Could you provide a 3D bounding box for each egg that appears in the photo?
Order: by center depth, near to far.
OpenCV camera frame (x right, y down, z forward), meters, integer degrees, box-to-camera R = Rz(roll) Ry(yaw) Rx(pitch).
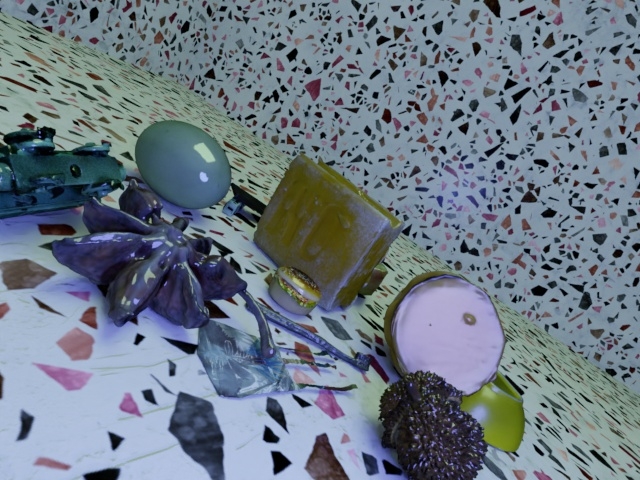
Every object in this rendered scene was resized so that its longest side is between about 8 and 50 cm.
[{"bbox_3d":[-0.352,-0.195,1.066,0.282,0.203,0.203,35,14,21],"label":"egg"}]

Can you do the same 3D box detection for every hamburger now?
[{"bbox_3d":[-0.056,0.110,0.944,0.126,0.082,0.141,38,14,19],"label":"hamburger"},{"bbox_3d":[0.277,0.216,0.982,0.276,0.277,0.237,34,-4,6],"label":"hamburger"}]

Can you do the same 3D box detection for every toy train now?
[{"bbox_3d":[-0.438,-0.108,0.665,0.154,0.115,0.269,-11,9,13],"label":"toy train"},{"bbox_3d":[-0.265,-0.122,1.329,0.047,0.043,0.207,34,14,-7],"label":"toy train"}]

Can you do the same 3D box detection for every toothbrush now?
[{"bbox_3d":[-0.022,0.194,0.853,0.297,0.031,0.030,29,-11,-9],"label":"toothbrush"}]

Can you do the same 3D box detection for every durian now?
[{"bbox_3d":[0.174,0.289,0.663,0.196,0.167,0.196,49,-15,18],"label":"durian"}]

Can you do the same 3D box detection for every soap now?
[{"bbox_3d":[0.009,-0.023,1.101,0.335,0.294,0.156,42,16,27],"label":"soap"}]

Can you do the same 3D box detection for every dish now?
[{"bbox_3d":[0.403,0.371,1.017,0.221,0.108,0.262,31,15,-12],"label":"dish"}]

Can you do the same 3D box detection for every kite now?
[{"bbox_3d":[-0.065,0.219,0.709,0.309,0.015,0.169,21,18,-30],"label":"kite"}]

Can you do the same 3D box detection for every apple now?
[{"bbox_3d":[0.098,0.090,1.270,0.193,0.120,0.265,19,4,1],"label":"apple"}]

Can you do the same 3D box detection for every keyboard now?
[{"bbox_3d":[-0.168,-0.087,1.370,0.309,0.018,0.101,34,15,-37],"label":"keyboard"}]

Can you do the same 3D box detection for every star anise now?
[{"bbox_3d":[-0.255,0.054,0.661,0.315,0.139,0.360,2,48,-49],"label":"star anise"}]
